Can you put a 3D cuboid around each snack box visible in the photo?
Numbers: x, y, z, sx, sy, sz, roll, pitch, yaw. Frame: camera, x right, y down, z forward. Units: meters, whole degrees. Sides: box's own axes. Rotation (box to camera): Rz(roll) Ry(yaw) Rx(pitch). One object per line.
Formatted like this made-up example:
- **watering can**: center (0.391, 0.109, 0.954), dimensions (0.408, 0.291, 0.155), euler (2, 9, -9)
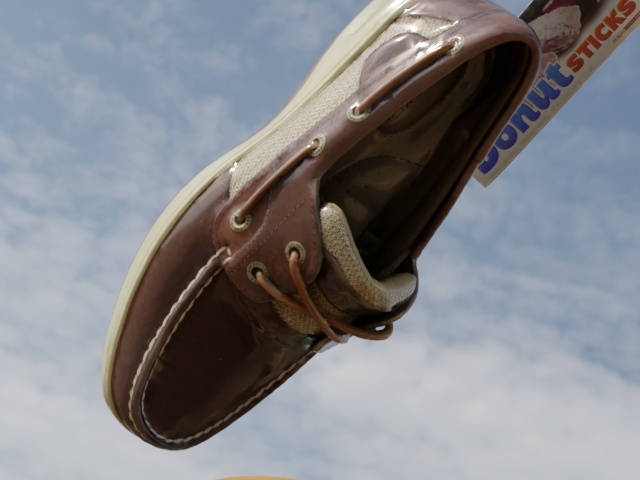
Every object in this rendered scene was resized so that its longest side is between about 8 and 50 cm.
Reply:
- **snack box**: center (0.148, -0.118, 0.786), dimensions (0.064, 0.022, 0.178), euler (43, -56, 4)

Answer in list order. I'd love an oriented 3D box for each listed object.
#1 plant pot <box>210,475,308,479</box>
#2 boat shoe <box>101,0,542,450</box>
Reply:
- **plant pot**: center (-0.048, 0.276, 0.490), dimensions (0.291, 0.203, 0.291), euler (6, -75, 24)
- **boat shoe**: center (0.000, 0.000, 0.660), dimensions (0.123, 0.342, 0.123), euler (38, 7, -31)
